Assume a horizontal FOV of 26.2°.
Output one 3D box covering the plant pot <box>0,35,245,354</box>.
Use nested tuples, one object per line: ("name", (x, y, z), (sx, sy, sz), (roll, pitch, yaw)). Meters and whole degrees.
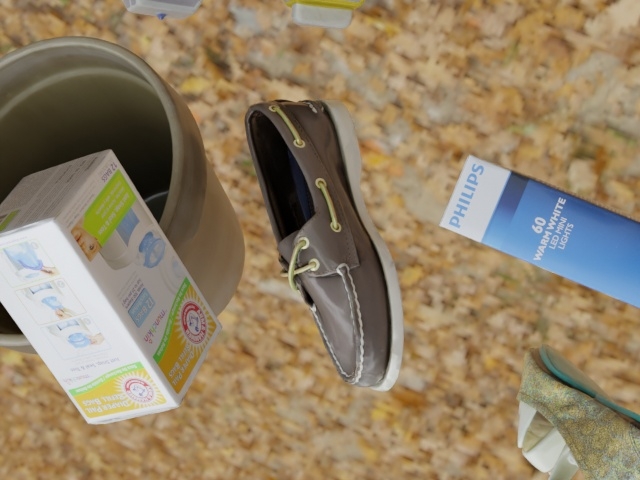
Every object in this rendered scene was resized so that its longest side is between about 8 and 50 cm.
("plant pot", (-0.226, -0.012, 1.462), (0.323, 0.323, 0.280), (11, 167, 26))

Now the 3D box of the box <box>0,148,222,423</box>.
("box", (-0.189, 0.043, 1.183), (0.103, 0.114, 0.203), (-15, 118, 29))

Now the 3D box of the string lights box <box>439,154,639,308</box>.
("string lights box", (0.252, -0.001, 1.315), (0.260, 0.076, 0.133), (22, -174, 9))

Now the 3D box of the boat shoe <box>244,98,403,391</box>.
("boat shoe", (0.000, 0.000, 1.364), (0.097, 0.324, 0.116), (1, 152, -28))

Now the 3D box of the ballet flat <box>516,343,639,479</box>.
("ballet flat", (0.256, 0.194, 1.358), (0.123, 0.123, 0.348), (34, -177, -15))

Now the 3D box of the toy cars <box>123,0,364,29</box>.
("toy cars", (-0.088, -0.276, 1.509), (0.394, 0.087, 0.176), (4, 178, 29))
